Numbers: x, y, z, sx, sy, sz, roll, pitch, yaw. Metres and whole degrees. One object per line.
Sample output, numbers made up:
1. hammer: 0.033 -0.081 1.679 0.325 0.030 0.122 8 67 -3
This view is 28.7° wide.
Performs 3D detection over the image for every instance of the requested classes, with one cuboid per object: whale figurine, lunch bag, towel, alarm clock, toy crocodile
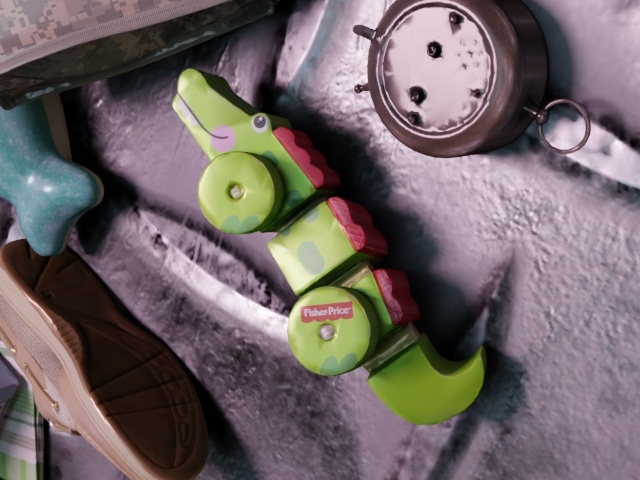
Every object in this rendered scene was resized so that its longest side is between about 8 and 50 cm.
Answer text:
1. whale figurine: -0.317 -0.110 1.159 0.216 0.141 0.272 -45 72 31
2. lunch bag: -0.183 -0.263 1.020 0.287 0.169 0.235 -17 88 10
3. towel: -0.323 0.172 1.286 0.113 0.023 0.152 11 106 36
4. alarm clock: 0.111 -0.117 0.909 0.192 0.064 0.129 30 114 24
5. toy crocodile: 0.000 0.000 0.974 0.105 0.115 0.341 -37 77 14

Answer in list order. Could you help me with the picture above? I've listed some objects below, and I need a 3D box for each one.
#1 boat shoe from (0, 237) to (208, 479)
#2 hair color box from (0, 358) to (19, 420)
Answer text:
1. boat shoe: -0.212 0.126 1.150 0.302 0.109 0.098 45 125 27
2. hair color box: -0.489 0.103 1.316 0.374 0.113 0.185 43 120 26
